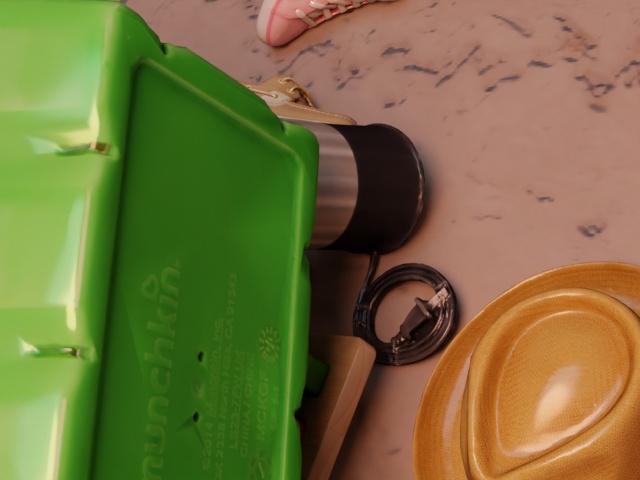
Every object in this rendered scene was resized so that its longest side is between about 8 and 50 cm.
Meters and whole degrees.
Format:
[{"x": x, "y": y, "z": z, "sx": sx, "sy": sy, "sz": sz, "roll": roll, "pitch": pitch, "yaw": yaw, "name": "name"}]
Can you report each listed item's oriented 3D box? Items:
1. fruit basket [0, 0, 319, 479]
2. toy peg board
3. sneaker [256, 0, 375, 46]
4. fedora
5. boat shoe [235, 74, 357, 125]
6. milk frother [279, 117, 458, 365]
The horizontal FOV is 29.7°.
[{"x": -0.191, "y": 0.084, "z": 0.605, "sx": 0.392, "sy": 0.283, "sz": 0.392, "roll": -11, "pitch": 69, "yaw": 29, "name": "fruit basket"}, {"x": -0.073, "y": 0.111, "z": 0.683, "sx": 0.161, "sy": 0.079, "sz": 0.161, "roll": 0, "pitch": 61, "yaw": 51, "name": "toy peg board"}, {"x": 0.016, "y": -0.179, "z": 0.850, "sx": 0.070, "sy": 0.051, "sz": 0.134, "roll": 43, "pitch": 100, "yaw": 17, "name": "sneaker"}, {"x": 0.126, "y": 0.088, "z": 0.631, "sx": 0.194, "sy": 0.079, "sz": 0.194, "roll": -12, "pitch": 59, "yaw": 21, "name": "fedora"}, {"x": -0.031, "y": -0.090, "z": 0.824, "sx": 0.135, "sy": 0.050, "sz": 0.045, "roll": 13, "pitch": 75, "yaw": 31, "name": "boat shoe"}, {"x": 0.000, "y": 0.000, "z": 0.705, "sx": 0.143, "sy": 0.134, "sz": 0.129, "roll": 35, "pitch": 115, "yaw": 41, "name": "milk frother"}]
